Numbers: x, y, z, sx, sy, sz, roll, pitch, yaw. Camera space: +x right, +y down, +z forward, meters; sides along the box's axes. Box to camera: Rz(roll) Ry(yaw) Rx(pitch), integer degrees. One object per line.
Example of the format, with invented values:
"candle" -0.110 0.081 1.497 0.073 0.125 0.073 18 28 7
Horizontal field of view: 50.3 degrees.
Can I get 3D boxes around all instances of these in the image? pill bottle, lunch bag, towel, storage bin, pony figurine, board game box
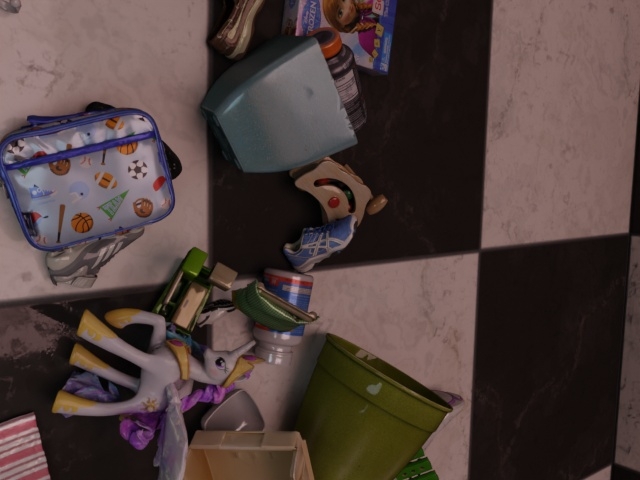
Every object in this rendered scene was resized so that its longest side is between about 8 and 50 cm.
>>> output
"pill bottle" -0.095 0.183 1.636 0.124 0.124 0.222 12 87 -40
"lunch bag" -0.439 -0.124 1.269 0.303 0.115 0.243 -16 113 -18
"towel" -0.606 0.444 1.313 0.144 0.029 0.197 -16 104 -37
"pill bottle" 0.028 -0.377 1.613 0.130 0.130 0.246 -48 143 -25
"storage bin" -0.152 0.556 1.519 0.123 0.262 0.261 -69 152 -59
"pony figurine" -0.328 0.308 1.364 0.363 0.303 0.351 19 107 -16
"board game box" 0.058 -0.602 1.692 0.317 0.065 0.319 4 94 -40

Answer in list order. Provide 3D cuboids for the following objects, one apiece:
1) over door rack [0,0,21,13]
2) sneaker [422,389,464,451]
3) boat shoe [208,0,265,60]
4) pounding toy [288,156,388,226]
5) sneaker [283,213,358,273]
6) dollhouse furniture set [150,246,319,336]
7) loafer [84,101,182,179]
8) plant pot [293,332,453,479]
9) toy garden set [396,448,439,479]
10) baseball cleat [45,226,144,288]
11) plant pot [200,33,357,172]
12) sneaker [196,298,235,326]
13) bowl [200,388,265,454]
"over door rack" -0.675 -0.366 1.090 0.324 0.108 0.240 26 78 -39
"sneaker" 0.306 0.550 2.046 0.305 0.114 0.152 -18 116 -29
"boat shoe" -0.178 -0.532 1.491 0.095 0.095 0.258 18 85 -34
"pounding toy" 0.031 -0.118 1.736 0.269 0.155 0.154 33 103 -28
"sneaker" 0.000 0.000 1.663 0.211 0.080 0.081 -36 116 19
"dollhouse furniture set" -0.186 0.161 1.444 0.301 0.197 0.151 30 73 -12
"loafer" -0.374 -0.205 1.378 0.223 0.078 0.076 37 103 -31
"plant pot" 0.087 0.479 1.715 0.366 0.366 0.353 31 88 -38
"toy garden set" 0.204 0.638 1.949 0.203 0.049 0.244 -23 123 8
"baseball cleat" -0.447 0.029 1.371 0.205 0.072 0.110 -22 123 -31
"plant pot" -0.113 -0.281 1.490 0.252 0.248 0.247 -30 116 -12
"sneaker" -0.244 0.168 1.572 0.109 0.040 0.044 -13 120 -34
"bowl" -0.214 0.432 1.617 0.142 0.053 0.142 -39 120 -29
